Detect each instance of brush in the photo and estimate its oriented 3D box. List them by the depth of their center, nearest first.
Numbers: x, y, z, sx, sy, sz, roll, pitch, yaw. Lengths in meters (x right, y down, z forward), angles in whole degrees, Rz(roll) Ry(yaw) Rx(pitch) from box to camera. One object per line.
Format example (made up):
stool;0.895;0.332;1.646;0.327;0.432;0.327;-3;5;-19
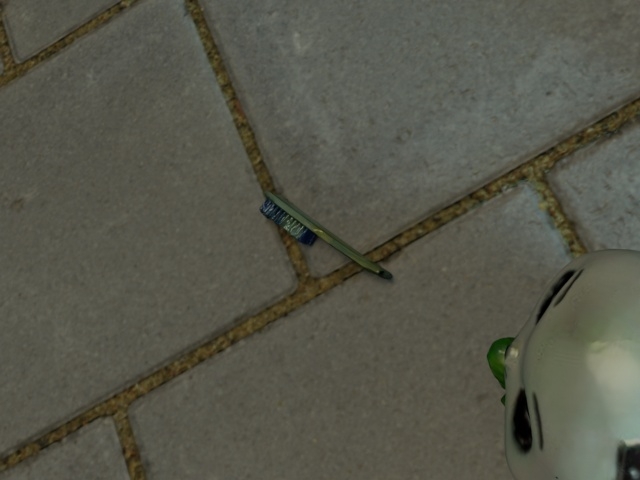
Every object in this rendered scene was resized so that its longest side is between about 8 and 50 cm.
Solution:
brush;0.000;0.000;1.301;0.178;0.033;0.030;36;91;34

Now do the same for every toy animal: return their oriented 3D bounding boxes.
toy animal;0.236;0.121;0.997;0.213;0.267;0.212;-12;64;26
